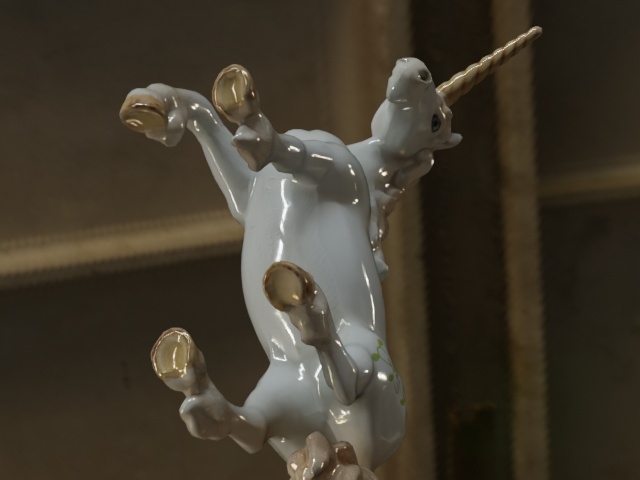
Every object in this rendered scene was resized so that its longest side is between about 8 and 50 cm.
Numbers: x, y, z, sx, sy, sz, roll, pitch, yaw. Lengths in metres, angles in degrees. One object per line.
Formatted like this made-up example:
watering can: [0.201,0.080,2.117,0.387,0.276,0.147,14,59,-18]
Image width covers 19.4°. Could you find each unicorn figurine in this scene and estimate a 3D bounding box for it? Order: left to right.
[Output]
unicorn figurine: [0.000,0.000,0.459,0.111,0.060,0.162,36,-124,-55]
